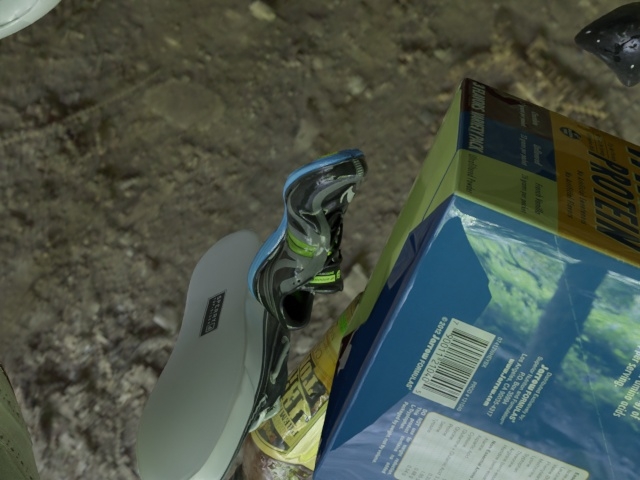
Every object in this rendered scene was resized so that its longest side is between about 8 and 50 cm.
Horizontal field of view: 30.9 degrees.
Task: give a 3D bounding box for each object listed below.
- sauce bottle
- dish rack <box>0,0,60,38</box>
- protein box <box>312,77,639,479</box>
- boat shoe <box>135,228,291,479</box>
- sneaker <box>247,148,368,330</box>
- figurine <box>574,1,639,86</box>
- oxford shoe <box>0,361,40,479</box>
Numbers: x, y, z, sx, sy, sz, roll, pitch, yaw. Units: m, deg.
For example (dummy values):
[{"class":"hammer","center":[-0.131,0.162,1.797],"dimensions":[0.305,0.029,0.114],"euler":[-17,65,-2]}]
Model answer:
[{"class":"sauce bottle","center":[-0.002,0.182,1.138],"dimensions":[0.111,0.344,0.111],"euler":[32,24,-16]},{"class":"dish rack","center":[-0.267,-0.134,0.508],"dimensions":[0.285,0.333,0.072],"euler":[-22,87,-9]},{"class":"protein box","center":[0.129,0.056,0.629],"dimensions":[0.201,0.200,0.136],"euler":[21,32,-4]},{"class":"boat shoe","center":[-0.076,0.119,1.008],"dimensions":[0.102,0.108,0.301],"euler":[52,25,-29]},{"class":"sneaker","center":[0.000,0.000,0.919],"dimensions":[0.067,0.188,0.078],"euler":[-13,54,-36]},{"class":"figurine","center":[0.235,-0.235,0.948],"dimensions":[0.215,0.209,0.092],"euler":[40,64,-1]},{"class":"oxford shoe","center":[-0.261,0.187,0.857],"dimensions":[0.140,0.146,0.397],"euler":[-30,116,-22]}]
